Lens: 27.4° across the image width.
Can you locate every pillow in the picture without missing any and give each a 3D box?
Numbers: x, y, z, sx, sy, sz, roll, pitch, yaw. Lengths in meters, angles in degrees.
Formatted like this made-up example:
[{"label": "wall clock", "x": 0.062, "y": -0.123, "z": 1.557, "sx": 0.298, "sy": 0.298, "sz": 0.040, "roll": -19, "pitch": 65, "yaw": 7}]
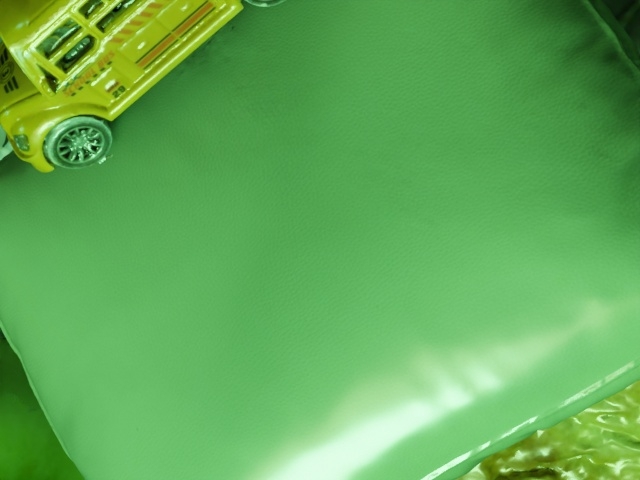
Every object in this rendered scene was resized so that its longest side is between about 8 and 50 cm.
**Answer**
[{"label": "pillow", "x": 0.000, "y": 0.000, "z": 0.583, "sx": 0.322, "sy": 0.255, "sz": 0.120, "roll": -36, "pitch": 163, "yaw": 15}]

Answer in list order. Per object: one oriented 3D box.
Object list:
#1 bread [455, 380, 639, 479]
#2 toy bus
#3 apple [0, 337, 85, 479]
[{"label": "bread", "x": 0.175, "y": 0.105, "z": 0.717, "sx": 0.344, "sy": 0.149, "sz": 0.195, "roll": 21, "pitch": 114, "yaw": -8}, {"label": "toy bus", "x": -0.083, "y": -0.104, "z": 0.544, "sx": 0.162, "sy": 0.069, "sz": 0.074, "roll": -38, "pitch": 140, "yaw": 13}, {"label": "apple", "x": -0.219, "y": 0.243, "z": 0.838, "sx": 0.357, "sy": 0.357, "sz": 0.357, "roll": 8, "pitch": 135, "yaw": 8}]
